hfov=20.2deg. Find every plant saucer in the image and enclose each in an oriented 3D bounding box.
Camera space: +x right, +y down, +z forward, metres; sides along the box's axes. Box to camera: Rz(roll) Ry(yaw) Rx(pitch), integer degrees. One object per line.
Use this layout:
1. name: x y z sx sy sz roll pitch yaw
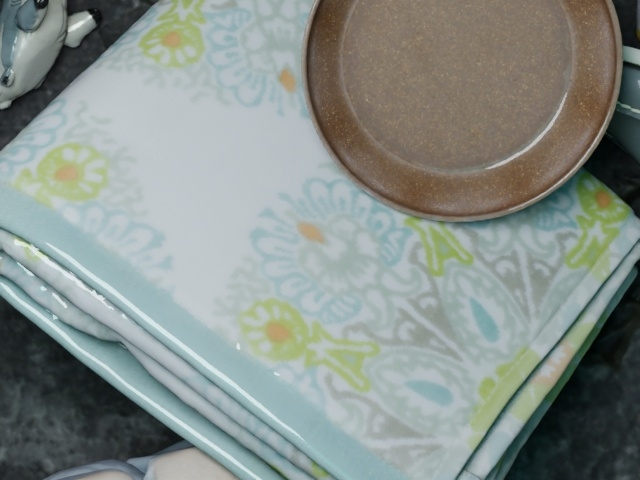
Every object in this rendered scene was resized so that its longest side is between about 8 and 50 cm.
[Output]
1. plant saucer: 0.087 -0.111 1.120 0.198 0.036 0.199 0 102 -1

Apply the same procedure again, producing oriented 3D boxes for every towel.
1. towel: 0.000 0.000 1.154 0.374 0.090 0.320 38 53 4

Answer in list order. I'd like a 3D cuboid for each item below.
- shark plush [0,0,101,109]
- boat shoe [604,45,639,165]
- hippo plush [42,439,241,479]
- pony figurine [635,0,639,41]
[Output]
1. shark plush: -0.222 -0.136 1.292 0.067 0.073 0.161 42 117 24
2. boat shoe: 0.278 -0.020 1.177 0.319 0.116 0.099 32 84 -1
3. hippo plush: -0.107 0.259 1.175 0.294 0.234 0.237 -15 88 7
4. pony figurine: 0.170 -0.324 1.137 0.351 0.303 0.363 24 115 7
